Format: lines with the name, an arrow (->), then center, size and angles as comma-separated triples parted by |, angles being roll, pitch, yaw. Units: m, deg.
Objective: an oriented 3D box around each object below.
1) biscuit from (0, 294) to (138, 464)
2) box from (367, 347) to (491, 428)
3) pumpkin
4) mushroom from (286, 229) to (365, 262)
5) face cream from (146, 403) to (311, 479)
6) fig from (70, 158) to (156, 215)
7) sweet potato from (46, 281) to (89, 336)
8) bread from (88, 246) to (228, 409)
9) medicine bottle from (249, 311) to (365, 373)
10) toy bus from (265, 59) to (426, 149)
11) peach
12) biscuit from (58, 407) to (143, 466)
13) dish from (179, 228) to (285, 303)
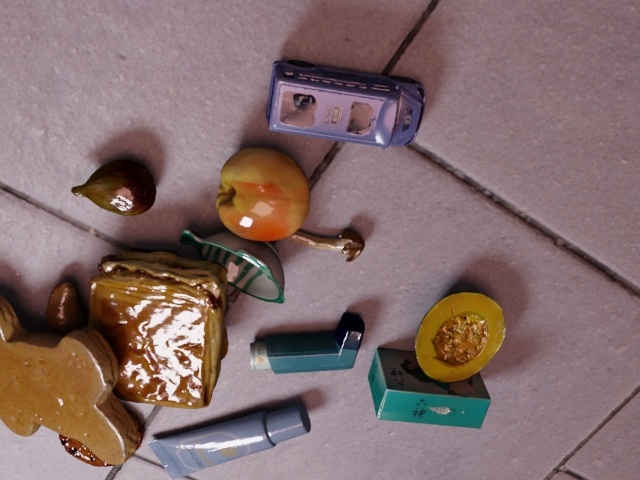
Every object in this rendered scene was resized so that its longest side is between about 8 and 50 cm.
biscuit -> -0.561, 0.275, 1.443 | 0.393, 0.076, 0.368 | 7, 119, 25
box -> 0.242, 0.334, 1.575 | 0.244, 0.153, 0.092 | 8, 118, -10
pumpkin -> 0.292, 0.200, 1.540 | 0.217, 0.110, 0.218 | -4, 105, -14
mushroom -> 0.000, 0.000, 1.437 | 0.187, 0.061, 0.060 | 10, 122, -5
face cream -> -0.211, 0.474, 1.653 | 0.385, 0.086, 0.136 | -19, 117, 10
fig -> -0.393, -0.095, 1.326 | 0.154, 0.103, 0.109 | -11, 96, -8
sweet potato -> -0.503, 0.242, 1.499 | 0.114, 0.092, 0.342 | -28, 118, -9
bread -> -0.321, 0.172, 1.434 | 0.277, 0.167, 0.325 | 7, 112, 6
medicine bottle -> -0.029, 0.236, 1.543 | 0.258, 0.079, 0.124 | -5, 121, -1
toy bus -> 0.052, -0.241, 1.270 | 0.292, 0.133, 0.126 | 7, 116, -8
peach -> -0.105, -0.085, 1.320 | 0.184, 0.184, 0.184 | -2, 118, -4
biscuit -> -0.513, 0.454, 1.633 | 0.192, 0.049, 0.192 | -3, 115, -7
dish -> -0.158, 0.029, 1.401 | 0.246, 0.224, 0.078 | 34, 67, -7
